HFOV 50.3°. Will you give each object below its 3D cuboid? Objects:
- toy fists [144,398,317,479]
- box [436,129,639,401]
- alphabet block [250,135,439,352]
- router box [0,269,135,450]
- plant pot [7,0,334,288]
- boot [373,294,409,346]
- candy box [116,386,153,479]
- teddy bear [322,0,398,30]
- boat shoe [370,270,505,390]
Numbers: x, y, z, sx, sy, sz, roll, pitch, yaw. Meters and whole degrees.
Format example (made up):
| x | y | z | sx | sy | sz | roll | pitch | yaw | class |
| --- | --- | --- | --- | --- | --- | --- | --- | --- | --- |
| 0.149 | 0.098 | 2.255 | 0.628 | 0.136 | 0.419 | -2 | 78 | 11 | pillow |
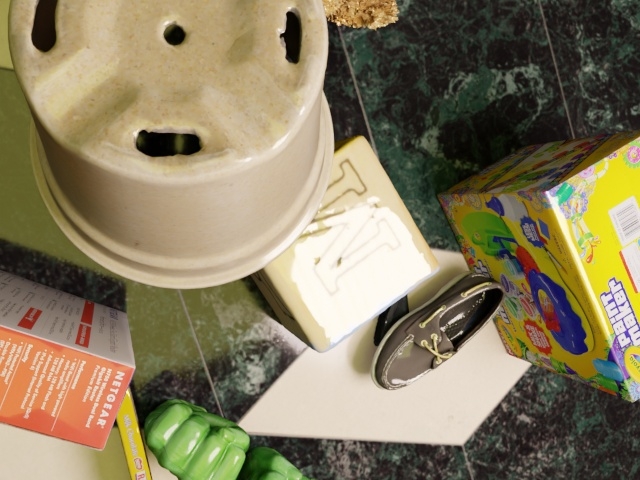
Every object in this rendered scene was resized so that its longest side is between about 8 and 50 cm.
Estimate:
| x | y | z | sx | sy | sz | roll | pitch | yaw | class |
| --- | --- | --- | --- | --- | --- | --- | --- | --- | --- |
| -0.107 | 0.300 | 0.900 | 0.279 | 0.142 | 0.096 | 37 | 83 | -16 | toy fists |
| 0.350 | 0.024 | 0.948 | 0.177 | 0.279 | 0.290 | -29 | 100 | -13 | box |
| 0.000 | 0.000 | 0.891 | 0.193 | 0.192 | 0.197 | -35 | 103 | -14 | alphabet block |
| -0.356 | 0.088 | 0.713 | 0.301 | 0.335 | 0.082 | 22 | 86 | -16 | router box |
| -0.124 | -0.129 | 0.617 | 0.333 | 0.305 | 0.334 | 1 | 83 | -10 | plant pot |
| 0.138 | 0.115 | 1.013 | 0.099 | 0.045 | 0.121 | 12 | 94 | -16 | boot |
| -0.240 | 0.268 | 0.879 | 0.027 | 0.105 | 0.206 | -14 | 98 | -20 | candy box |
| -0.049 | -0.353 | 0.857 | 0.338 | 0.113 | 0.245 | -19 | 64 | -48 | teddy bear |
| 0.166 | 0.130 | 0.966 | 0.228 | 0.068 | 0.081 | -43 | 110 | -12 | boat shoe |
